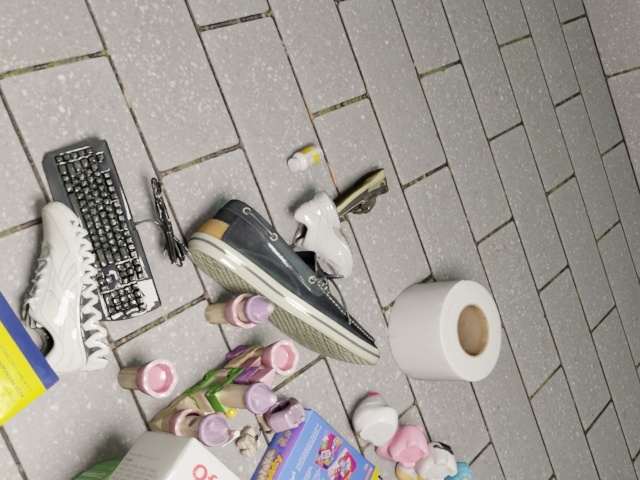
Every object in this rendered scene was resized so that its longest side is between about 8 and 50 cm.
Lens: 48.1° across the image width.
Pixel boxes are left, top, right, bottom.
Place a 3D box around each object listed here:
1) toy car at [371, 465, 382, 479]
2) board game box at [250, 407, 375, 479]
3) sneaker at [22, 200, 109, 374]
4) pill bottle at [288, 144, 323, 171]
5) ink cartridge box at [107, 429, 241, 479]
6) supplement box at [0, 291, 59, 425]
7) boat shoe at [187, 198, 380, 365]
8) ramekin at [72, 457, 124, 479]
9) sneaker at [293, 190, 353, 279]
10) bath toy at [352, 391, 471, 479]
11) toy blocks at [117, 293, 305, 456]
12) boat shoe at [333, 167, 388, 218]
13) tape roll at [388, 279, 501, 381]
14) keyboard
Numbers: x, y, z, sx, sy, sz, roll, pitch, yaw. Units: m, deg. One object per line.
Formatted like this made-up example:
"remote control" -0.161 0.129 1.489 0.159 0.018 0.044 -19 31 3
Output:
"toy car" 0.116 0.652 1.594 0.225 0.053 0.239 52 43 -31
"board game box" -0.046 0.551 1.457 0.233 0.078 0.347 48 55 -26
"sneaker" -0.429 0.081 1.176 0.118 0.110 0.292 -10 93 -31
"pill bottle" -0.035 -0.184 1.618 0.083 0.043 0.043 -32 104 -41
"ink cartridge box" -0.238 0.510 1.030 0.279 0.160 0.385 50 53 -24
"supplement box" -0.578 0.217 0.954 0.356 0.195 0.194 -39 109 -40
"boat shoe" -0.044 0.100 1.471 0.500 0.186 0.156 40 64 -24
"ramekin" -0.309 0.503 1.179 0.303 0.148 0.303 9 77 -41
"sneaker" 0.000 0.000 1.602 0.115 0.090 0.232 -21 122 0
"bath toy" 0.196 0.472 1.662 0.348 0.151 0.129 43 19 -25
"toy blocks" -0.140 0.284 1.295 0.288 0.260 0.309 -38 108 -40
"boat shoe" 0.098 -0.098 1.700 0.223 0.080 0.073 -42 105 -43
"tape roll" 0.310 0.225 1.776 0.246 0.169 0.246 8 78 -41
"keyboard" -0.349 -0.025 1.284 0.201 0.033 0.317 -21 97 -28
